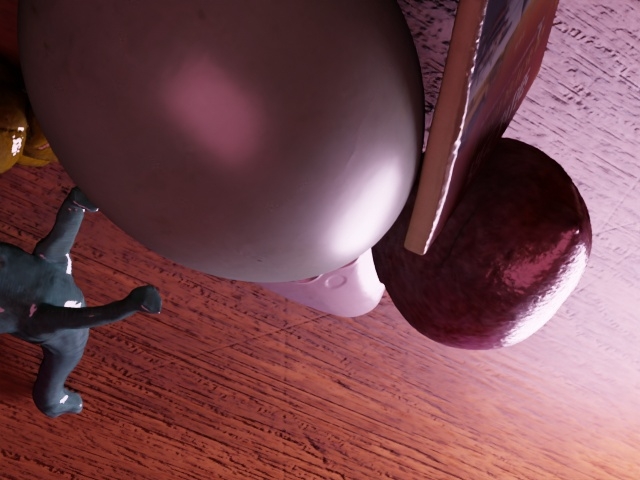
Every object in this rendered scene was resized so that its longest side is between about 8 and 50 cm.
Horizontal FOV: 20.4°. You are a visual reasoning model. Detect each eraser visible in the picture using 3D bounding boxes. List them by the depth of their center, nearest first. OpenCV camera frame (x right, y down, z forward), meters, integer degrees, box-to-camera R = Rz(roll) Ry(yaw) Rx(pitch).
[{"bbox_3d":[0.000,0.001,1.666,0.204,0.059,0.243,-23,136,10],"label":"eraser"}]

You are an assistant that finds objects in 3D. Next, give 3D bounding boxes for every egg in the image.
[{"bbox_3d":[-0.068,-0.120,1.331,0.276,0.276,0.389,-28,141,15],"label":"egg"}]

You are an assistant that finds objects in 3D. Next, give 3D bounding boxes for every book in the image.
[{"bbox_3d":[0.151,-0.194,1.363,0.028,0.262,0.374,23,140,12],"label":"book"}]

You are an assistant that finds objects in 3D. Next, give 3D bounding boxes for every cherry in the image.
[{"bbox_3d":[0.150,-0.002,1.557,0.175,0.192,0.249,41,161,-20],"label":"cherry"}]

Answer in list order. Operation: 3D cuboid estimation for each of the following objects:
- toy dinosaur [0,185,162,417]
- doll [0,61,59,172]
[{"bbox_3d":[-0.331,0.059,1.617,0.383,0.129,0.331,19,145,-26],"label":"toy dinosaur"},{"bbox_3d":[-0.234,-0.105,1.463,0.209,0.097,0.137,-8,175,-34],"label":"doll"}]
